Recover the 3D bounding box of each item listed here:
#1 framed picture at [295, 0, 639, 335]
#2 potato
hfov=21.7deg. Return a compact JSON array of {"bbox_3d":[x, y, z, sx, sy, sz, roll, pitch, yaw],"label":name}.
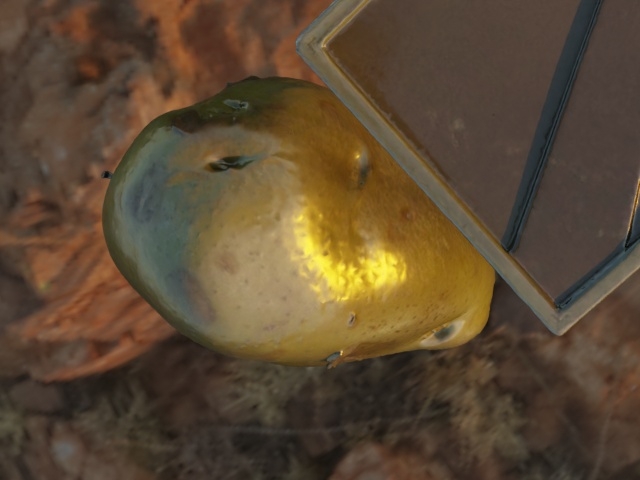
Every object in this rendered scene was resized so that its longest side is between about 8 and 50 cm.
[{"bbox_3d":[0.111,-0.085,0.601,0.203,0.015,0.150,-43,88,13],"label":"framed picture"},{"bbox_3d":[0.000,-0.004,1.231,0.218,0.351,0.202,18,89,53],"label":"potato"}]
